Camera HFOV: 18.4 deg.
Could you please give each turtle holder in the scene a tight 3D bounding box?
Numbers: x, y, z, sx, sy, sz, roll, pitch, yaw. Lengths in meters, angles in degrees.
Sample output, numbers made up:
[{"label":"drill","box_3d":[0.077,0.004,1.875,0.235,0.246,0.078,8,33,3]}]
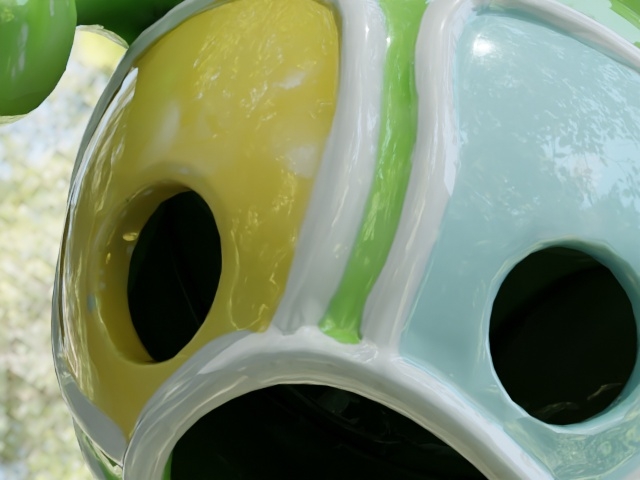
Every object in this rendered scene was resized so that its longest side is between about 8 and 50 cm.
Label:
[{"label":"turtle holder","box_3d":[0.019,0.001,0.641,0.243,0.227,0.320,-13,-63,23]}]
